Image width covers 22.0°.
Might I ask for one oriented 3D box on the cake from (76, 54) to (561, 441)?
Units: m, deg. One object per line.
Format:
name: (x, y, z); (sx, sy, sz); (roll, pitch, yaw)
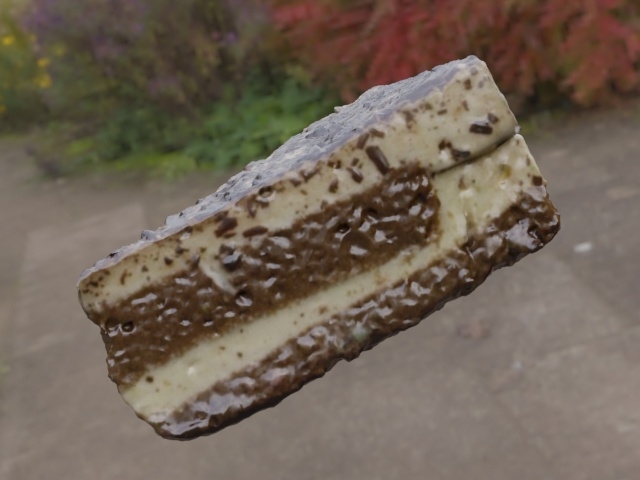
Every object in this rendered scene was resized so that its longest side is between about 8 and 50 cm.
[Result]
cake: (-0.010, 0.005, 0.870); (0.246, 0.112, 0.135); (-30, 12, -11)
